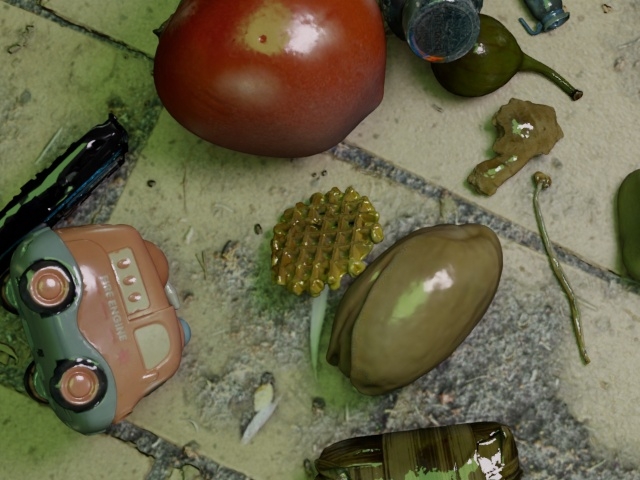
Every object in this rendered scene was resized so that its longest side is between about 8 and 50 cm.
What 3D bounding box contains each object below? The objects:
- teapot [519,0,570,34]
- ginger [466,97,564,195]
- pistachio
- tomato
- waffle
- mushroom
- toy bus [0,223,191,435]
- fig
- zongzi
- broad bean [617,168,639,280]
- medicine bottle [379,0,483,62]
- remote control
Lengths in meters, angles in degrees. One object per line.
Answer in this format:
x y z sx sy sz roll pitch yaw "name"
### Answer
0.323 -0.348 1.877 0.063 0.049 0.083 -27 80 -3 "teapot"
0.272 -0.143 1.834 0.165 0.067 0.096 -40 103 -5 "ginger"
0.136 0.086 1.755 0.293 0.162 0.181 -46 125 -9 "pistachio"
-0.060 -0.256 1.749 0.321 0.321 0.322 0 80 2 "tomato"
0.005 0.000 1.787 0.191 0.038 0.191 -16 45 16 "waffle"
0.343 0.038 1.825 0.025 0.028 0.286 -2 77 -41 "mushroom"
-0.302 0.108 1.745 0.232 0.194 0.288 -21 94 -27 "toy bus"
0.276 -0.255 1.843 0.236 0.124 0.124 11 80 -14 "fig"
0.142 0.399 1.721 0.285 0.134 0.288 -8 87 7 "zongzi"
0.476 -0.019 1.788 0.124 0.082 0.175 -3 83 32 "broad bean"
0.146 -0.366 1.772 0.141 0.141 0.293 -11 42 0 "medicine bottle"
-0.421 -0.020 1.807 0.399 0.144 0.062 -44 87 -8 "remote control"
